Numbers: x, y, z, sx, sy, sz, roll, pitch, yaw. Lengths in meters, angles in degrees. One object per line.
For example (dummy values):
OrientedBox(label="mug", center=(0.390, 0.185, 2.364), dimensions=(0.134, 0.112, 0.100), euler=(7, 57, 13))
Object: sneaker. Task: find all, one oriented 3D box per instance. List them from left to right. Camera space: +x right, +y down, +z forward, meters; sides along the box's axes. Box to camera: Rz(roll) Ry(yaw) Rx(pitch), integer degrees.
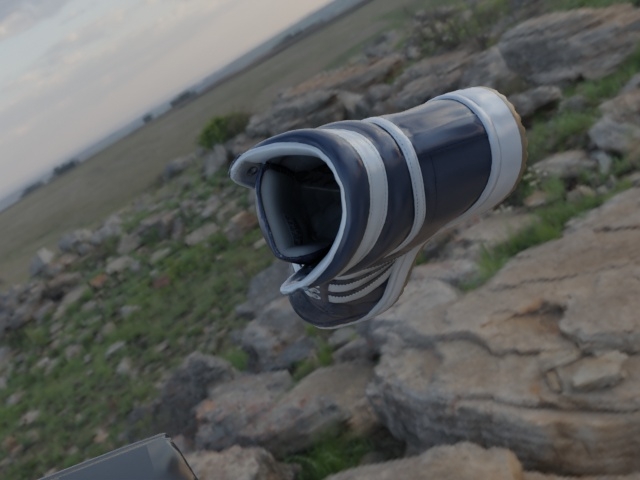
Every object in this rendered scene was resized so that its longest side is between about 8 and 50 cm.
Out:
OrientedBox(label="sneaker", center=(0.000, 0.000, 0.609), dimensions=(0.153, 0.099, 0.282), euler=(-18, -16, -33))

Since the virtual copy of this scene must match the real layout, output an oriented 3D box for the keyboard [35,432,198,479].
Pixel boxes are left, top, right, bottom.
OrientedBox(label="keyboard", center=(-0.173, 0.126, 0.284), dimensions=(0.317, 0.201, 0.033), euler=(-14, -31, -44))
